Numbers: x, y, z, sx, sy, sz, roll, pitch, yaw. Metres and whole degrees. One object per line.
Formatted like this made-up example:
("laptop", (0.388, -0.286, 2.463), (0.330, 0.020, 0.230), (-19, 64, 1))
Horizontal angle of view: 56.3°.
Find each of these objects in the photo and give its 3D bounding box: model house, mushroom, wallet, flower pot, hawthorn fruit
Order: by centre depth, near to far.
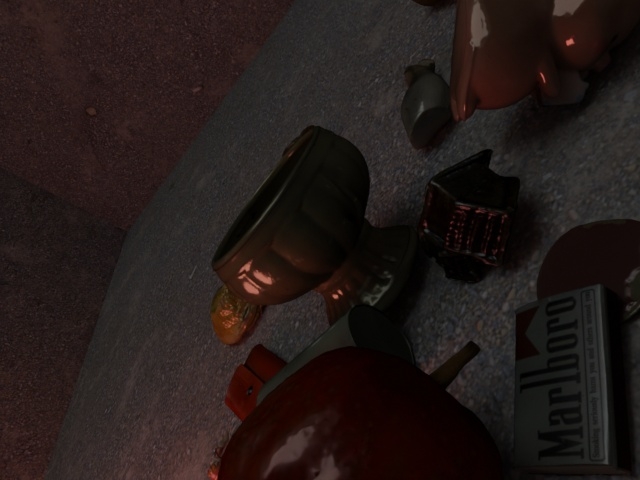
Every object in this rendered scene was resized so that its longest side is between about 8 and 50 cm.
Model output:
("hawthorn fruit", (0.061, 0.233, 0.636), (0.330, 0.287, 0.287), (-47, 23, -9))
("model house", (0.211, -0.017, 0.812), (0.152, 0.106, 0.165), (-126, 32, -51))
("flower pot", (0.000, 0.000, 0.959), (0.307, 0.244, 0.307), (-48, 14, 16))
("mushroom", (0.190, -0.271, 1.117), (0.116, 0.093, 0.225), (115, 161, -46))
("wallet", (-0.115, 0.284, 1.140), (0.142, 0.045, 0.204), (-63, 24, -7))

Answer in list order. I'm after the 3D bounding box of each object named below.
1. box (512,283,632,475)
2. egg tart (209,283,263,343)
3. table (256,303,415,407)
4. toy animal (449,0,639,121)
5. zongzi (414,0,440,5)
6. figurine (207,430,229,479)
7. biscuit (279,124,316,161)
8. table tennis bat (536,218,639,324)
("box", (0.246, 0.142, 0.602), (0.115, 0.035, 0.178), (-32, 41, 52))
("egg tart", (-0.199, 0.126, 1.426), (0.252, 0.098, 0.232), (-54, 21, 21))
("table", (0.017, 0.205, 0.875), (0.220, 0.126, 0.126), (-46, 28, 29))
("toy animal", (0.297, -0.283, 0.798), (0.195, 0.256, 0.213), (-53, -46, -83))
("zongzi", (0.274, -0.540, 1.257), (0.228, 0.115, 0.256), (-38, 42, 46))
("figurine", (-0.185, 0.409, 1.137), (0.064, 0.047, 0.109), (-58, 14, 21))
("biscuit", (-0.063, -0.256, 1.661), (0.175, 0.026, 0.124), (-26, 40, 50))
("table tennis bat", (0.319, 0.034, 0.620), (0.234, 0.022, 0.131), (-1, 63, 63))
